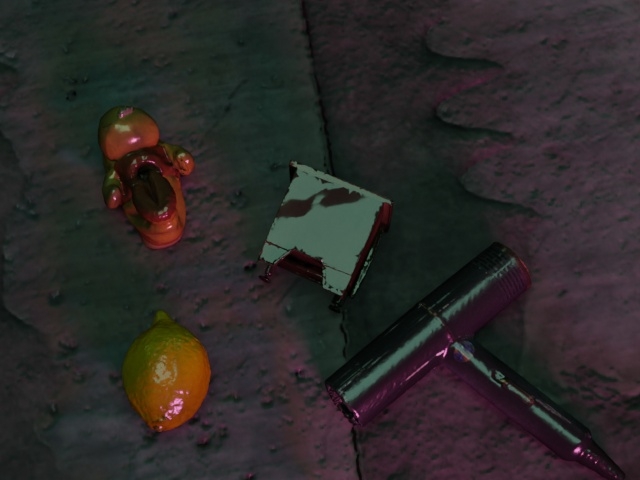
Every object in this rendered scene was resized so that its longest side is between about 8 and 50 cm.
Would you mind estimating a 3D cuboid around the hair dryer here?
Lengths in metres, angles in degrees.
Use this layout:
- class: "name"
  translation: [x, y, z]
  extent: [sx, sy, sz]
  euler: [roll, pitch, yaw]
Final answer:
- class: "hair dryer"
  translation: [0.126, 0.125, 0.948]
  extent: [0.173, 0.050, 0.195]
  euler: [-37, 78, -10]

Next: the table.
- class: "table"
  translation: [0.000, 0.000, 0.975]
  extent: [0.083, 0.070, 0.082]
  euler: [23, 75, 6]

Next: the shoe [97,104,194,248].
- class: "shoe"
  translation: [-0.132, -0.051, 0.990]
  extent: [0.072, 0.069, 0.109]
  euler: [-5, 76, -9]

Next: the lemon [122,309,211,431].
- class: "lemon"
  translation: [-0.113, 0.094, 0.941]
  extent: [0.065, 0.065, 0.092]
  euler: [-2, 64, -2]
